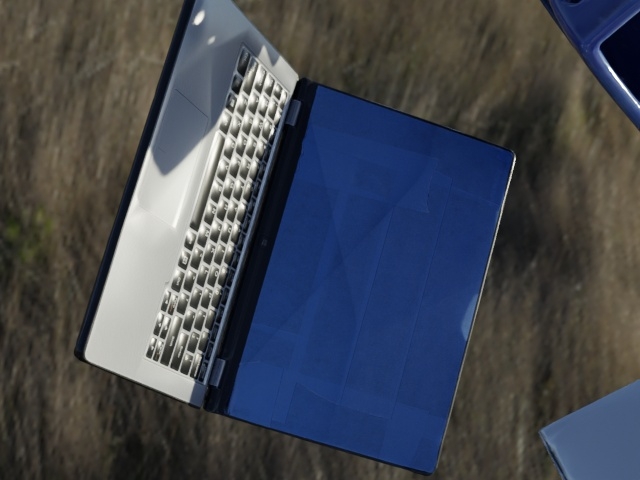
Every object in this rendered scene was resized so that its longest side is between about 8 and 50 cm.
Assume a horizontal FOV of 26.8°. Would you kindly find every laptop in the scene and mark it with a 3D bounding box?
[{"bbox_3d":[0.000,0.000,1.353,0.236,0.382,0.408,10,-13,23],"label":"laptop"}]

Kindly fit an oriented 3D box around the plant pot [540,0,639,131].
[{"bbox_3d":[0.358,-0.266,1.408,0.236,0.236,0.212,40,13,-45],"label":"plant pot"}]

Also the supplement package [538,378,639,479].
[{"bbox_3d":[0.303,0.211,0.925,0.204,0.145,0.262,-28,33,6],"label":"supplement package"}]
